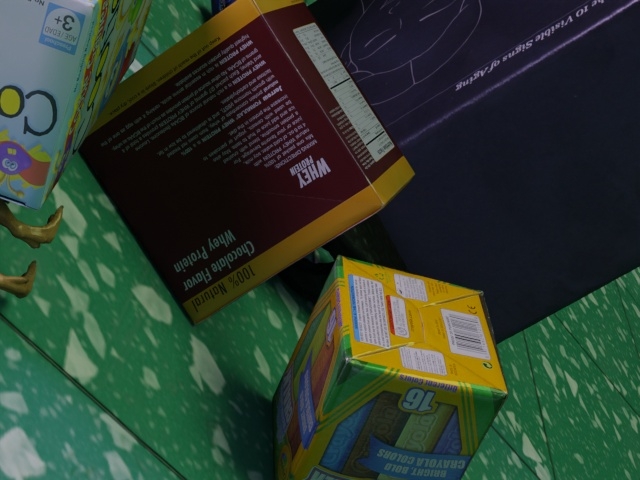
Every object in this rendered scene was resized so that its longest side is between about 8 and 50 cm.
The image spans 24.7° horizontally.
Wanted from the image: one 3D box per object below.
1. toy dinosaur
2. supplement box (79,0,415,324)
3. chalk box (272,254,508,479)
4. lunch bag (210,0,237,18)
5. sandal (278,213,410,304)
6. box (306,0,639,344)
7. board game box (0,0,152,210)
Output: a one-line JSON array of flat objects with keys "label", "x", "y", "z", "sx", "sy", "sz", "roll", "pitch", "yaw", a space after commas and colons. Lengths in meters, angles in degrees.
[{"label": "toy dinosaur", "x": -0.226, "y": -0.004, "z": 0.915, "sx": 0.112, "sy": 0.064, "sz": 0.211, "roll": 25, "pitch": 25, "yaw": -23}, {"label": "supplement box", "x": -0.062, "y": -0.072, "z": 1.189, "sx": 0.194, "sy": 0.191, "sz": 0.129, "roll": 57, "pitch": 19, "yaw": -3}, {"label": "chalk box", "x": 0.039, "y": 0.142, "z": 1.155, "sx": 0.132, "sy": 0.213, "sz": 0.132, "roll": 15, "pitch": 33, "yaw": -15}, {"label": "lunch bag", "x": -0.080, "y": -0.237, "z": 1.589, "sx": 0.098, "sy": 0.065, "sz": 0.067, "roll": 30, "pitch": 49, "yaw": -56}, {"label": "sandal", "x": 0.001, "y": 0.002, "z": 1.403, "sx": 0.168, "sy": 0.107, "sz": 0.446, "roll": -98, "pitch": 162, "yaw": -51}, {"label": "box", "x": 0.249, "y": -0.189, "z": 1.688, "sx": 0.297, "sy": 0.480, "sz": 0.472, "roll": 49, "pitch": 21, "yaw": -26}, {"label": "board game box", "x": -0.202, "y": -0.158, "z": 0.977, "sx": 0.144, "sy": 0.142, "sz": 0.275, "roll": 19, "pitch": 27, "yaw": -4}]
